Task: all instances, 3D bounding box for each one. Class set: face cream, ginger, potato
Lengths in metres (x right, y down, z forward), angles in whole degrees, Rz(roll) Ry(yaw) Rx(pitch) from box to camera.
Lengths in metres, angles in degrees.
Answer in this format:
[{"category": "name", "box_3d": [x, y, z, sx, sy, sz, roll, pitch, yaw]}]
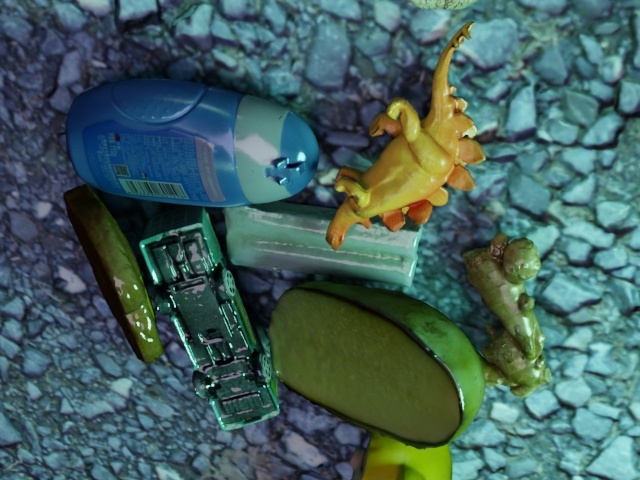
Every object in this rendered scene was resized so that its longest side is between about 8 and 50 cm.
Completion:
[{"category": "face cream", "box_3d": [-0.129, -0.099, 1.211, 0.264, 0.083, 0.149, 6, 133, 16]}, {"category": "ginger", "box_3d": [0.197, 0.086, 1.246, 0.176, 0.052, 0.193, 48, 138, -10]}, {"category": "potato", "box_3d": [0.072, 0.115, 1.261, 0.272, 0.111, 0.160, 17, 122, 40]}]

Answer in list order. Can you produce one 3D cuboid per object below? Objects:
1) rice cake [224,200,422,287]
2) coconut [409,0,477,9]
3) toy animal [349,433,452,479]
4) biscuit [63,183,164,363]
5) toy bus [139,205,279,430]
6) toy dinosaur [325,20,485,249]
[{"category": "rice cake", "box_3d": [0.000, 0.000, 1.263, 0.226, 0.040, 0.085, 7, 125, 15]}, {"category": "coconut", "box_3d": [0.110, -0.265, 0.996, 0.110, 0.110, 0.124, 13, 134, 11]}, {"category": "toy animal", "box_3d": [0.101, 0.314, 1.383, 0.156, 0.156, 0.230, 9, 128, 14]}, {"category": "biscuit", "box_3d": [-0.221, 0.038, 1.280, 0.208, 0.041, 0.290, 64, 167, 5]}, {"category": "toy bus", "box_3d": [-0.121, 0.088, 1.323, 0.091, 0.109, 0.261, -16, 117, 6]}, {"category": "toy dinosaur", "box_3d": [0.099, -0.082, 1.151, 0.117, 0.070, 0.288, 34, 119, -7]}]
